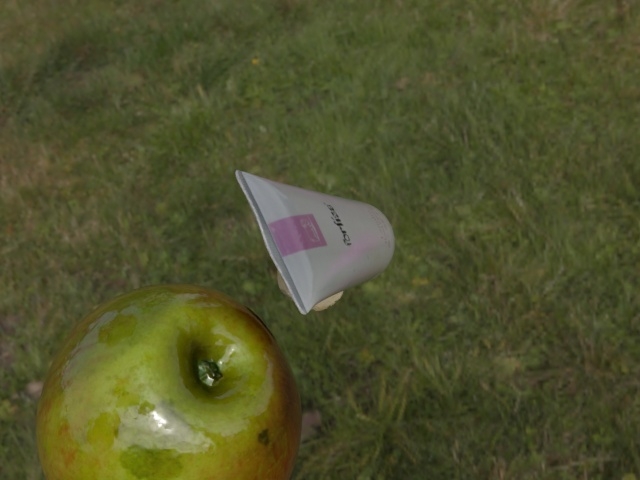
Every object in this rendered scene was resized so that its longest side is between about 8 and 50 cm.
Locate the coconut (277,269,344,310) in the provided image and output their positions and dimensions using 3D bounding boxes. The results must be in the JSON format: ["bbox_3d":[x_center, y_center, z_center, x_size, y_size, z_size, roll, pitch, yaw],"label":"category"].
[{"bbox_3d":[-0.020,0.057,1.646,0.124,0.110,0.110,19,19,-30],"label":"coconut"}]

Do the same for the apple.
[{"bbox_3d":[-0.184,0.214,1.237,0.339,0.340,0.340,-10,34,7],"label":"apple"}]

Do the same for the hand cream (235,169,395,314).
[{"bbox_3d":[0.000,0.000,1.287,0.118,0.186,0.358,-26,-8,17],"label":"hand cream"}]
